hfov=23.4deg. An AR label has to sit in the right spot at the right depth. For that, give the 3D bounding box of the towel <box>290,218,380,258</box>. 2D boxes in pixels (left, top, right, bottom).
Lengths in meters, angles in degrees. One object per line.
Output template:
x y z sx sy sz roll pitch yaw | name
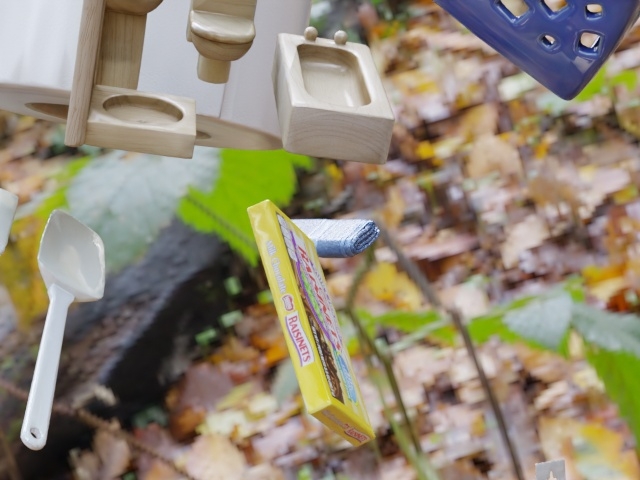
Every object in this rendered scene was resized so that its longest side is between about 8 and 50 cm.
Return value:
0.000 0.000 1.702 0.119 0.029 0.067 1 25 31 | towel

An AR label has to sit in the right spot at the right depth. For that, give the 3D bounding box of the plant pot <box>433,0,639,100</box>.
0.247 -0.319 1.492 0.236 0.236 0.212 -53 2 -33 | plant pot

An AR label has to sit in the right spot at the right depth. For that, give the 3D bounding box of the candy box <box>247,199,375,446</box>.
-0.008 0.071 1.339 0.027 0.105 0.206 -24 60 11 | candy box

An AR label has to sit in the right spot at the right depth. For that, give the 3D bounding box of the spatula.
-0.223 0.029 1.034 0.019 0.168 0.242 -45 26 24 | spatula

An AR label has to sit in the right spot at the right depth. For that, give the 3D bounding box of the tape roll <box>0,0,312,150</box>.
-0.129 -0.165 1.084 0.246 0.169 0.246 10 -2 0 | tape roll

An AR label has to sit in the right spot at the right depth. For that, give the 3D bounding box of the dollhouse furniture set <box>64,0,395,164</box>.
-0.036 -0.118 0.741 0.151 0.123 0.144 7 24 -8 | dollhouse furniture set

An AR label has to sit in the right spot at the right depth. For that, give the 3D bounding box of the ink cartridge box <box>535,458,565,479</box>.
0.228 0.353 1.637 0.066 0.232 0.189 -9 -9 17 | ink cartridge box
